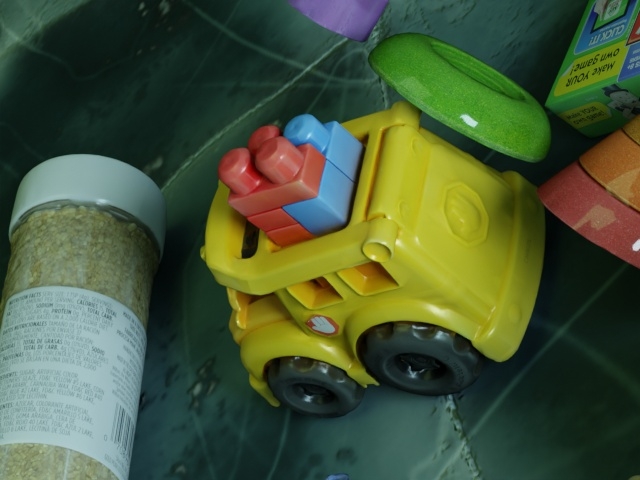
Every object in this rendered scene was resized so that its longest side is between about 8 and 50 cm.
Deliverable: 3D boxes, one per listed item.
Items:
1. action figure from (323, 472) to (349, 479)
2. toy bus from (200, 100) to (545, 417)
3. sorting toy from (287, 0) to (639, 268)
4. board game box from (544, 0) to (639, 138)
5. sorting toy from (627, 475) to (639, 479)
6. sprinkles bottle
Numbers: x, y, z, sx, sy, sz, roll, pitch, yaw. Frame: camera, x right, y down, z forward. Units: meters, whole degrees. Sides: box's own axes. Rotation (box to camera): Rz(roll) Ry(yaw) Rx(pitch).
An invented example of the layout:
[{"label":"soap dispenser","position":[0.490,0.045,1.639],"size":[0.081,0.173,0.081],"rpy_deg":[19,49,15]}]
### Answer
[{"label":"action figure","position":[-0.049,0.296,1.017],"size":[0.330,0.178,0.341],"rpy_deg":[23,95,35]},{"label":"toy bus","position":[0.000,0.000,1.228],"size":[0.220,0.211,0.149],"rpy_deg":[-18,49,40]},{"label":"sorting toy","position":[0.127,-0.116,1.164],"size":[0.365,0.127,0.126],"rpy_deg":[41,109,33]},{"label":"board game box","position":[0.275,-0.188,1.158],"size":[0.317,0.046,0.213],"rpy_deg":[-17,44,62]},{"label":"sorting toy","position":[0.181,0.232,0.981],"size":[0.193,0.038,0.208],"rpy_deg":[-58,32,-9]},{"label":"sprinkles bottle","position":[-0.190,0.104,1.416],"size":[0.121,0.121,0.355],"rpy_deg":[-25,43,32]}]
